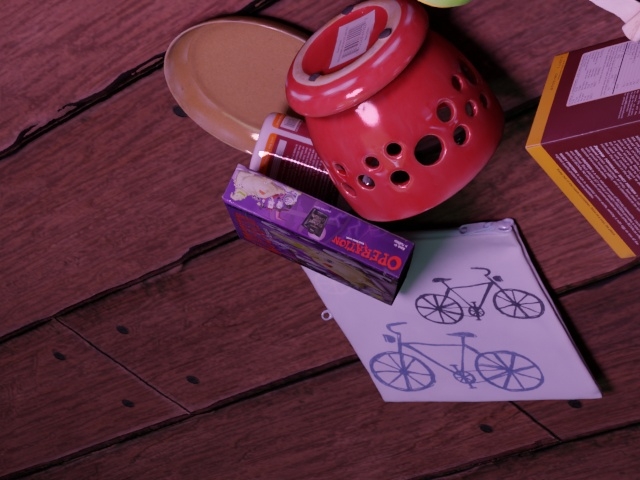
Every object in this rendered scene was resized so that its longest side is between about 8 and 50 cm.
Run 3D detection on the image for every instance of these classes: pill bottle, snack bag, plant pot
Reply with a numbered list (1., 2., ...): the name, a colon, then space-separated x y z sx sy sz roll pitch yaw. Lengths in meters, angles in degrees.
1. pill bottle: 0.003 -0.082 2.146 0.152 0.086 0.086 18 147 5
2. snack bag: 0.152 0.091 2.420 0.323 0.037 0.342 -3 137 31
3. plant pot: -0.058 -0.173 2.157 0.236 0.032 0.236 15 147 10
4. plant pot: 0.067 -0.142 1.994 0.191 0.191 0.174 -13 128 40

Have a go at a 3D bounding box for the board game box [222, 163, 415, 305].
1. board game box: 0.000 0.000 2.178 0.208 0.056 0.347 28 175 5

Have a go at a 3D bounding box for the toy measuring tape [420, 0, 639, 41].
1. toy measuring tape: 0.170 -0.250 1.847 0.330 0.121 0.121 28 146 -12

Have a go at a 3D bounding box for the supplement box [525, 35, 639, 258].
1. supplement box: 0.350 -0.101 1.949 0.194 0.129 0.191 -13 134 41
